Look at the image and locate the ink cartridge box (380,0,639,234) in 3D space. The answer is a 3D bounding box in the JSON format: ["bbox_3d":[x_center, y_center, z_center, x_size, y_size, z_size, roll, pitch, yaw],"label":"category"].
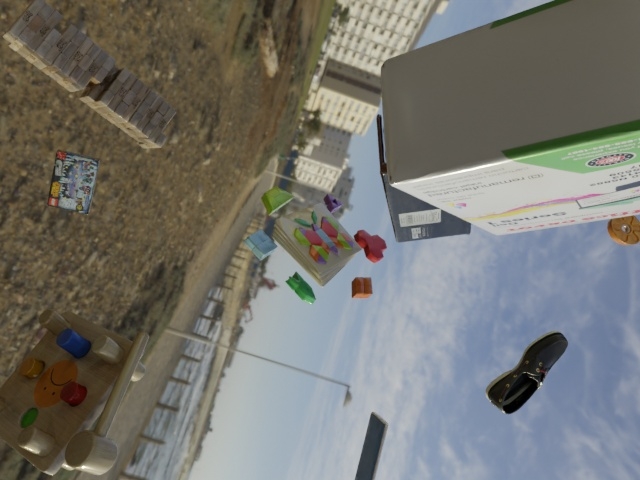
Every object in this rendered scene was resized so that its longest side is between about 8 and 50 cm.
[{"bbox_3d":[0.210,-0.091,0.514,0.278,0.202,0.116,14,71,-55],"label":"ink cartridge box"}]

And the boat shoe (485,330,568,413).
[{"bbox_3d":[0.279,0.175,0.737,0.133,0.049,0.042,-43,-157,0],"label":"boat shoe"}]

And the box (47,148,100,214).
[{"bbox_3d":[-0.584,-0.138,1.322,0.027,0.094,0.136,-123,-133,-67],"label":"box"}]

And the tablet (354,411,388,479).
[{"bbox_3d":[0.052,0.225,0.581,0.054,0.006,0.083,164,-59,-79],"label":"tablet"}]

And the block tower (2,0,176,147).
[{"bbox_3d":[-0.447,-0.322,1.120,0.091,0.335,0.097,11,-114,50],"label":"block tower"}]

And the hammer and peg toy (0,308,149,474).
[{"bbox_3d":[-0.439,0.276,1.018,0.265,0.362,0.127,-58,141,-26],"label":"hammer and peg toy"}]

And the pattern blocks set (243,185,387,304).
[{"bbox_3d":[0.000,0.000,1.097,0.026,0.285,0.325,-48,-177,34],"label":"pattern blocks set"}]

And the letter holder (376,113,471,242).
[{"bbox_3d":[0.192,-0.156,1.039,0.302,0.152,0.214,61,24,-65],"label":"letter holder"}]

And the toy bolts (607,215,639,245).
[{"bbox_3d":[0.891,-0.117,1.535,0.158,0.229,0.218,125,-51,-66],"label":"toy bolts"}]
